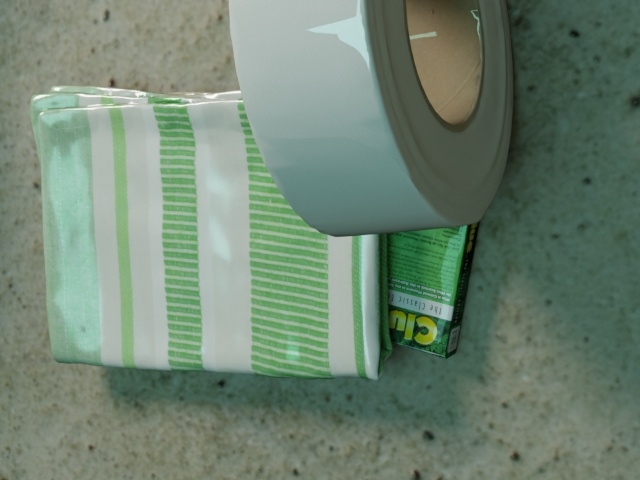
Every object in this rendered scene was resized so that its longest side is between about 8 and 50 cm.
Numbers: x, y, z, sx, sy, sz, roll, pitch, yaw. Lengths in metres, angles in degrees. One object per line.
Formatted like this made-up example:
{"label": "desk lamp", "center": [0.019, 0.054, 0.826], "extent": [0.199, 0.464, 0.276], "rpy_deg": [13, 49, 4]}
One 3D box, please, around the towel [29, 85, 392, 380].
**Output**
{"label": "towel", "center": [-0.096, -0.007, 1.293], "extent": [0.325, 0.038, 0.247], "rpy_deg": [2, 100, 25]}

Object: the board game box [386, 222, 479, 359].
{"label": "board game box", "center": [0.000, 0.000, 1.285], "extent": [0.260, 0.030, 0.136], "rpy_deg": [15, 103, 23]}

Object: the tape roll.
{"label": "tape roll", "center": [0.045, -0.146, 1.097], "extent": [0.100, 0.286, 0.286], "rpy_deg": [-5, 96, 27]}
